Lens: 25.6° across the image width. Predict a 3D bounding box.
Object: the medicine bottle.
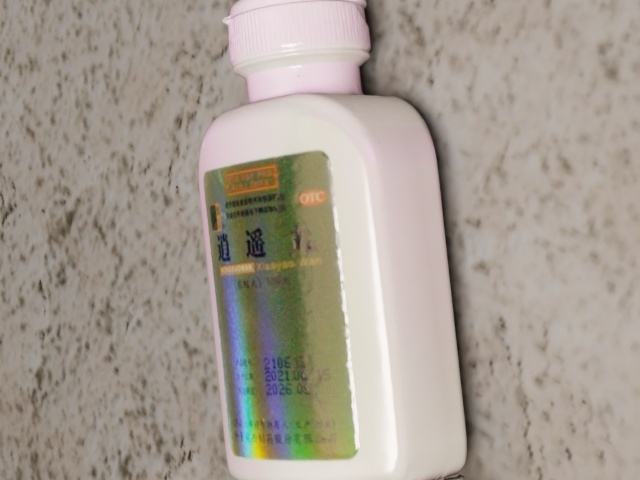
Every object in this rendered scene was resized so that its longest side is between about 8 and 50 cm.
[{"bbox_3d":[0.000,0.000,0.629,0.115,0.078,0.219,-8,88,47],"label":"medicine bottle"}]
